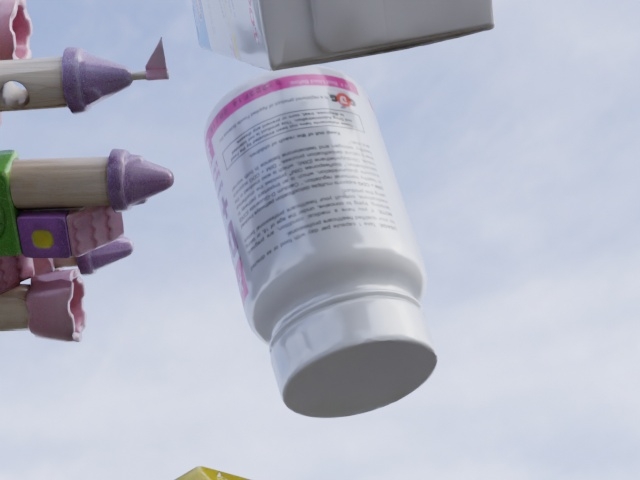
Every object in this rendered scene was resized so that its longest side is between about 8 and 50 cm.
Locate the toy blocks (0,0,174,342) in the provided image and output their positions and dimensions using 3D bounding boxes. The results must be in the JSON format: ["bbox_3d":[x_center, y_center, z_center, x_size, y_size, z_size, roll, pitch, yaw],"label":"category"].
[{"bbox_3d":[-0.246,-0.023,1.079,0.260,0.309,0.288,-1,-60,3],"label":"toy blocks"}]

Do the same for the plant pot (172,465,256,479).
[{"bbox_3d":[-0.045,0.231,0.633,0.187,0.212,0.212,-52,-24,-1],"label":"plant pot"}]

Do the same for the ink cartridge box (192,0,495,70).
[{"bbox_3d":[-0.001,-0.228,0.946,0.168,0.233,0.171,-13,-73,-14],"label":"ink cartridge box"}]

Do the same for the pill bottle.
[{"bbox_3d":[0.000,0.000,1.137,0.160,0.283,0.160,-11,-32,-7],"label":"pill bottle"}]
